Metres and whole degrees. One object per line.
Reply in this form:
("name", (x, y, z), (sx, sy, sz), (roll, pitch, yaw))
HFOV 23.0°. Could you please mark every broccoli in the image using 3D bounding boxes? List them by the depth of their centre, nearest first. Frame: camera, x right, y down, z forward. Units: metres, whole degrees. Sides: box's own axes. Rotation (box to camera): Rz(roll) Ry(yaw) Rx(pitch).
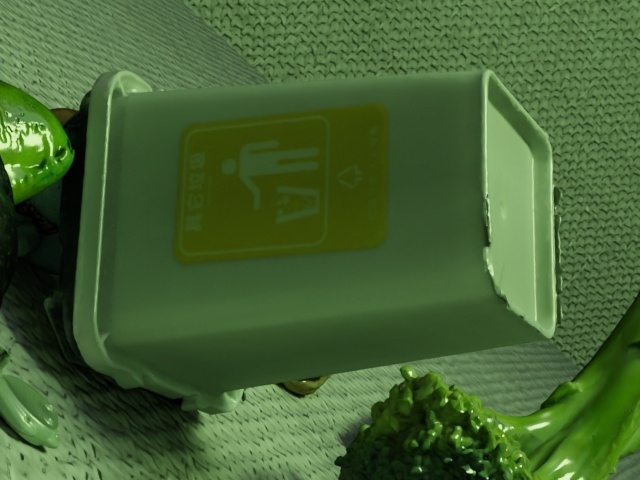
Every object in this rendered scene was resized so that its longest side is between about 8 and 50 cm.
("broccoli", (0.189, 0.184, 1.388), (0.275, 0.397, 0.353), (46, 18, 2))

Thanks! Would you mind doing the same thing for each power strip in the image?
("power strip", (-0.203, 0.105, 1.069), (0.083, 0.035, 0.055), (45, 10, -22))

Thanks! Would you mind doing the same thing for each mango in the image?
("mango", (-0.273, -0.067, 1.177), (0.178, 0.100, 0.119), (-3, 70, -34))

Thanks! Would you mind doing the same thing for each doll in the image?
("doll", (-0.245, -0.029, 1.292), (0.180, 0.075, 0.120), (30, 24, -56))

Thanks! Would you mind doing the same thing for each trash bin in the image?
("trash bin", (0.000, 0.000, 1.270), (0.296, 0.368, 0.255), (37, 50, -59))

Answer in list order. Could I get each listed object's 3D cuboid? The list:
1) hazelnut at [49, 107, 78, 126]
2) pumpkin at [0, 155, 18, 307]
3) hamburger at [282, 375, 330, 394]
("hazelnut", (-0.248, -0.086, 1.525), (0.086, 0.086, 0.086), (45, 10, -10))
("pumpkin", (-0.267, -0.019, 0.854), (0.220, 0.162, 0.220), (43, 29, -30))
("hamburger", (-0.045, 0.040, 1.697), (0.243, 0.146, 0.286), (53, 8, -4))
